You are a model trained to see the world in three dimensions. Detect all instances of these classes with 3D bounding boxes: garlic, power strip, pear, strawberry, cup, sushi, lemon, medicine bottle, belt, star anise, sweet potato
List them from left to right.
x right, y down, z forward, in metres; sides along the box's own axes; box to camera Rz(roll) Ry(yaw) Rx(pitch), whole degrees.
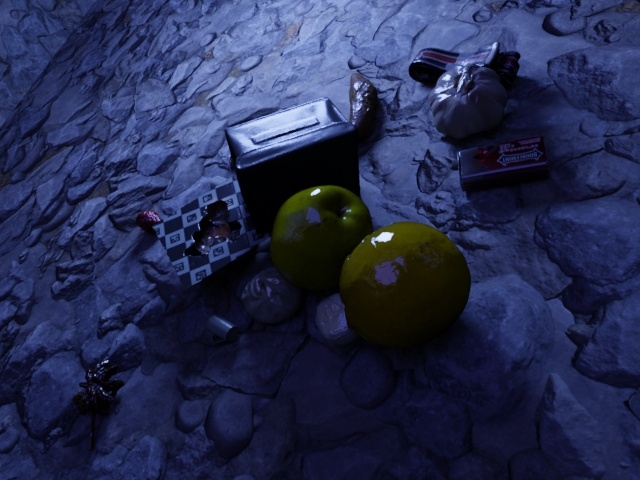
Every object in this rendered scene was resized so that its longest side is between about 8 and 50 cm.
[{"bbox_3d":[-0.636,0.452,1.472,0.177,0.073,0.234,-44,56,4],"label":"star anise"},{"bbox_3d":[-0.602,-0.068,1.820,0.097,0.083,0.083,8,62,23],"label":"strawberry"},{"bbox_3d":[-0.325,-0.016,1.596,0.320,0.068,0.339,-34,49,-11],"label":"sushi"},{"bbox_3d":[-0.281,0.255,1.439,0.083,0.054,0.074,22,68,34],"label":"cup"},{"bbox_3d":[-0.289,0.011,1.623,0.216,0.044,0.137,-23,51,10],"label":"power strip"},{"bbox_3d":[-0.281,-0.165,1.733,0.231,0.059,0.059,23,70,37],"label":"medicine bottle"},{"bbox_3d":[0.000,0.000,1.333,0.295,0.294,0.294,-14,53,18],"label":"pear"},{"bbox_3d":[0.138,-0.471,1.716,0.114,0.092,0.341,-21,48,34],"label":"sweet potato"},{"bbox_3d":[0.187,0.099,1.164,0.298,0.297,0.296,-14,53,18],"label":"lemon"},{"bbox_3d":[0.441,-0.542,1.601,0.360,0.126,0.094,19,75,41],"label":"belt"},{"bbox_3d":[0.420,-0.406,1.473,0.228,0.152,0.227,-4,81,27],"label":"garlic"}]

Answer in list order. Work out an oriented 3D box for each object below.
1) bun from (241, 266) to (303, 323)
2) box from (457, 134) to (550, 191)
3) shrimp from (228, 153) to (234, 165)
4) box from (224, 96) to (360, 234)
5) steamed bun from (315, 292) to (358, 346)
[{"bbox_3d":[-0.139,0.139,1.418,0.184,0.102,0.183,-13,51,16],"label":"bun"},{"bbox_3d":[0.485,-0.204,1.366,0.224,0.069,0.120,-6,55,21],"label":"box"},{"bbox_3d":[-0.245,-0.382,1.865,0.117,0.066,0.262,23,68,37],"label":"shrimp"},{"bbox_3d":[-0.080,-0.219,1.492,0.346,0.251,0.204,-20,47,-11],"label":"box"},{"bbox_3d":[0.052,0.202,1.281,0.113,0.091,0.129,-31,52,11],"label":"steamed bun"}]
